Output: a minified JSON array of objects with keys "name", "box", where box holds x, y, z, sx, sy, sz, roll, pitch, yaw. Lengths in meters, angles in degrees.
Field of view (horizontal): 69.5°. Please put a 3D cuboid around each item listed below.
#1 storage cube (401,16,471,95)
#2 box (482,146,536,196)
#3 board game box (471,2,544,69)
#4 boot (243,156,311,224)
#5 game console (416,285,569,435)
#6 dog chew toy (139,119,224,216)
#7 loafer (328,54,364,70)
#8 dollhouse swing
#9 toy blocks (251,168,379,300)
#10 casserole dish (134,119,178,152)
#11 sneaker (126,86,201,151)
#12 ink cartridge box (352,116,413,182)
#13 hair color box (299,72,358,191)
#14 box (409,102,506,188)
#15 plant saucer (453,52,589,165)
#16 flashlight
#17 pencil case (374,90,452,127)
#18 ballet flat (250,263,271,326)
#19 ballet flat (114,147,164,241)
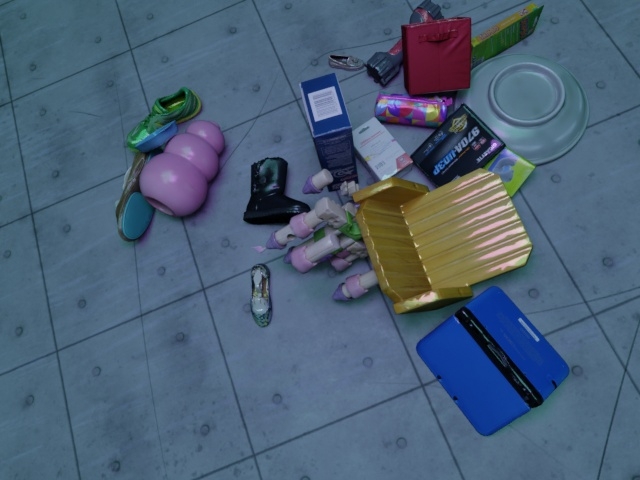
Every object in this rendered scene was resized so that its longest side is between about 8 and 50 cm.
[{"name":"storage cube","box":[0.345,-0.561,1.400,0.183,0.215,0.193,-5,116,7]},{"name":"box","box":[0.525,-0.224,1.361,0.178,0.042,0.109,40,116,17]},{"name":"board game box","box":[0.578,-0.646,1.464,0.259,0.124,0.039,-29,70,-1]},{"name":"boot","box":[-0.126,-0.159,1.414,0.246,0.094,0.207,-2,73,32]},{"name":"game console","box":[0.456,0.315,1.238,0.250,0.173,0.293,-25,68,-33]},{"name":"dog chew toy","box":[-0.419,-0.242,1.460,0.206,0.207,0.332,21,69,14]},{"name":"loafer","box":[0.087,-0.610,1.572,0.125,0.039,0.045,8,74,11]},{"name":"dollhouse swing","box":[0.327,-0.025,1.212,0.304,0.315,0.347,-30,68,35]},{"name":"toy blocks","box":[0.000,0.000,1.288,0.260,0.288,0.309,-31,49,30]},{"name":"casserole dish","box":[-0.510,-0.321,1.447,0.188,0.037,0.114,-5,39,48]},{"name":"sneaker","box":[-0.548,-0.422,1.567,0.295,0.123,0.109,-41,72,-4]},{"name":"ink cartridge box","box":[0.183,-0.274,1.440,0.115,0.067,0.198,-33,73,-3]},{"name":"hair color box","box":[0.032,-0.291,1.320,0.105,0.347,0.174,-15,71,3]},{"name":"box","box":[0.401,-0.264,1.364,0.220,0.051,0.175,-45,70,23]},{"name":"plant saucer","box":[0.616,-0.424,1.404,0.399,0.100,0.401,-2,73,8]},{"name":"flashlight","box":[0.273,-0.660,1.531,0.304,0.103,0.103,-44,46,-5]},{"name":"pencil case","box":[0.288,-0.416,1.452,0.236,0.104,0.105,6,74,11]},{"name":"ballet flat","box":[-0.182,0.158,1.364,0.070,0.070,0.189,-9,72,6]},{"name":"ballet flat","box":[-0.608,-0.156,1.511,0.124,0.116,0.343,0,71,30]}]
